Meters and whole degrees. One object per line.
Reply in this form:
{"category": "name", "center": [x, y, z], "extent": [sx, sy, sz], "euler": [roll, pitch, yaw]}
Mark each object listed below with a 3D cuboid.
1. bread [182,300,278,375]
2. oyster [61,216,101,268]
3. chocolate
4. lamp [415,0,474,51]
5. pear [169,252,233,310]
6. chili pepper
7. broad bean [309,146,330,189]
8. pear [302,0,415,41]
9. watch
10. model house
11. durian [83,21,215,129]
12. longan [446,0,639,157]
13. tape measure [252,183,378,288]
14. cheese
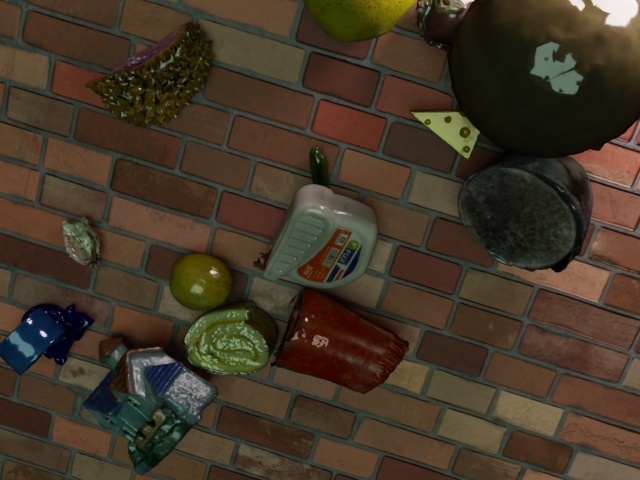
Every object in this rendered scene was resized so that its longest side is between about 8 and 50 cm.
{"category": "bread", "center": [-0.246, 0.261, 1.932], "extent": [0.257, 0.124, 0.185], "euler": [-8, 98, 10]}
{"category": "oyster", "center": [-0.629, 0.009, 1.937], "extent": [0.103, 0.051, 0.148], "euler": [-16, 88, 13]}
{"category": "chocolate", "center": [0.499, -0.102, 1.695], "extent": [0.303, 0.213, 0.303], "euler": [26, 142, 23]}
{"category": "lamp", "center": [0.325, -0.524, 1.643], "extent": [0.223, 0.151, 0.215], "euler": [15, 121, -43]}
{"category": "pear", "center": [-0.309, 0.109, 1.882], "extent": [0.162, 0.149, 0.148], "euler": [20, 107, -3]}
{"category": "chili pepper", "center": [0.037, 0.280, 1.845], "extent": [0.305, 0.229, 0.251], "euler": [30, 137, -7]}
{"category": "broad bean", "center": [-0.011, -0.124, 1.836], "extent": [0.069, 0.039, 0.226], "euler": [12, 109, 3]}
{"category": "pear", "center": [0.081, -0.590, 1.577], "extent": [0.294, 0.294, 0.294], "euler": [2, 106, 6]}
{"category": "watch", "center": [-0.755, 0.262, 1.948], "extent": [0.171, 0.200, 0.196], "euler": [38, 110, -1]}
{"category": "model house", "center": [-0.482, 0.396, 1.905], "extent": [0.329, 0.251, 0.295], "euler": [42, 145, -3]}
{"category": "durian", "center": [-0.399, -0.383, 1.770], "extent": [0.341, 0.112, 0.191], "euler": [-26, 99, 10]}
{"category": "longan", "center": [0.486, -0.358, 1.497], "extent": [0.436, 0.404, 0.403], "euler": [-6, 110, -36]}
{"category": "tape measure", "center": [0.000, 0.000, 1.800], "extent": [0.265, 0.130, 0.258], "euler": [19, 124, -15]}
{"category": "cheese", "center": [0.294, -0.282, 1.730], "extent": [0.171, 0.093, 0.126], "euler": [21, 107, 2]}
